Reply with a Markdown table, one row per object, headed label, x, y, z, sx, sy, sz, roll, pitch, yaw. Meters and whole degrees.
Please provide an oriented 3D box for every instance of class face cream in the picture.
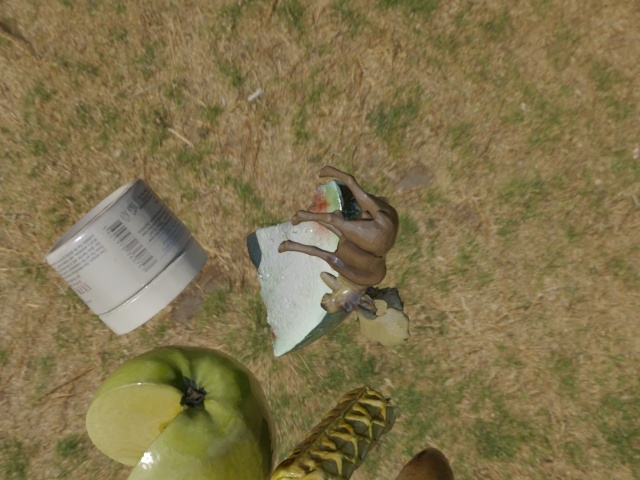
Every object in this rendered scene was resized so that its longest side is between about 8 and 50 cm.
| label | x | y | z | sx | sy | sz | roll | pitch | yaw |
| --- | --- | --- | --- | --- | --- | --- | --- | --- | --- |
| face cream | -0.273 | 0.020 | 0.997 | 0.177 | 0.177 | 0.153 | -42 | 106 | -8 |

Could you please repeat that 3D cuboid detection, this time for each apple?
| label | x | y | z | sx | sy | sz | roll | pitch | yaw |
| --- | --- | --- | --- | --- | --- | --- | --- | --- | --- |
| apple | -0.205 | 0.296 | 1.047 | 0.291 | 0.254 | 0.292 | 12 | 41 | -11 |

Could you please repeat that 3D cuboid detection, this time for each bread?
| label | x | y | z | sx | sy | sz | roll | pitch | yaw |
| --- | --- | --- | --- | --- | --- | --- | --- | --- | --- |
| bread | 0.020 | 0.316 | 1.059 | 0.098 | 0.269 | 0.087 | 25 | 121 | 21 |

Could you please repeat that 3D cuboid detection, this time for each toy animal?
| label | x | y | z | sx | sy | sz | roll | pitch | yaw |
| --- | --- | --- | --- | --- | --- | --- | --- | --- | --- |
| toy animal | 0.043 | 0.033 | 0.814 | 0.186 | 0.214 | 0.094 | 30 | 56 | 3 |

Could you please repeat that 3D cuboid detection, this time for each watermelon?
| label | x | y | z | sx | sy | sz | roll | pitch | yaw |
| --- | --- | --- | --- | --- | --- | --- | --- | --- | --- |
| watermelon | 0.000 | 0.000 | 1.114 | 0.213 | 0.320 | 0.289 | 22 | 36 | 15 |

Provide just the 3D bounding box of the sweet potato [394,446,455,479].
| label | x | y | z | sx | sy | sz | roll | pitch | yaw |
| --- | --- | --- | --- | --- | --- | --- | --- | --- | --- |
| sweet potato | 0.071 | 0.289 | 0.478 | 0.114 | 0.341 | 0.092 | -27 | 119 | 12 |
